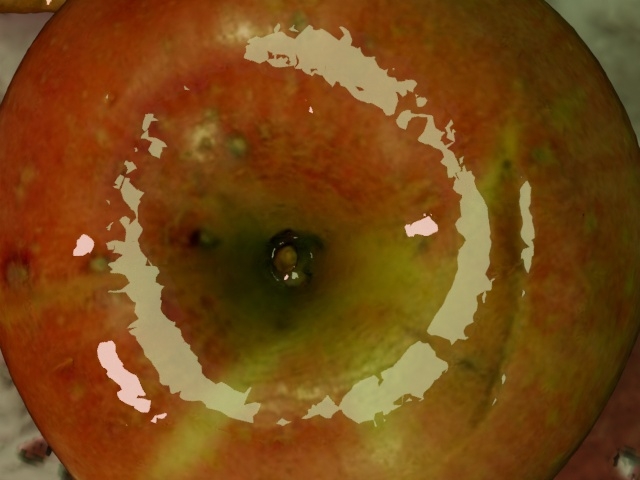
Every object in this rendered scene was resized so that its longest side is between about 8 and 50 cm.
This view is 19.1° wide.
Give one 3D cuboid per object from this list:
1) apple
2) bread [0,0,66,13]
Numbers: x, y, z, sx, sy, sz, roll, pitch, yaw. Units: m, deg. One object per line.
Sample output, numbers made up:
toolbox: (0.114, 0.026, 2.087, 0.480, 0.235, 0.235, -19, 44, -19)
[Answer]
apple: (0.000, 0.000, 0.555, 0.196, 0.196, 0.195, 0, 87, -4)
bread: (-0.093, -0.162, 0.616, 0.149, 0.065, 0.187, 27, 83, -13)
